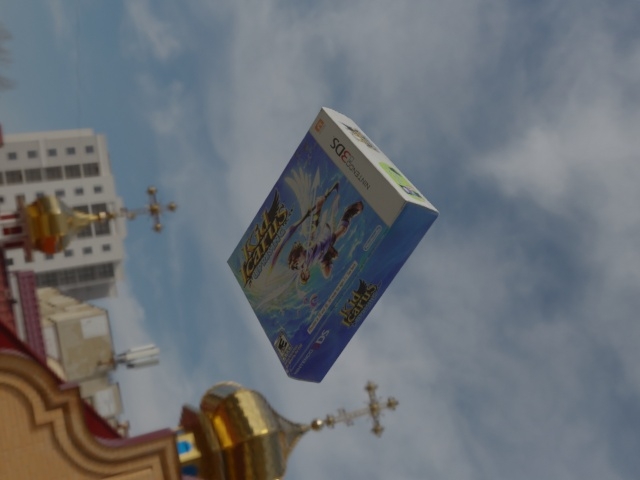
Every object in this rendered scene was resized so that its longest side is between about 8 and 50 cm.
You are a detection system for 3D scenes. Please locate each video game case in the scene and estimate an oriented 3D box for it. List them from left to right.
[{"bbox_3d":[0.000,0.000,0.995,0.269,0.061,0.244,-57,-142,19],"label":"video game case"}]
